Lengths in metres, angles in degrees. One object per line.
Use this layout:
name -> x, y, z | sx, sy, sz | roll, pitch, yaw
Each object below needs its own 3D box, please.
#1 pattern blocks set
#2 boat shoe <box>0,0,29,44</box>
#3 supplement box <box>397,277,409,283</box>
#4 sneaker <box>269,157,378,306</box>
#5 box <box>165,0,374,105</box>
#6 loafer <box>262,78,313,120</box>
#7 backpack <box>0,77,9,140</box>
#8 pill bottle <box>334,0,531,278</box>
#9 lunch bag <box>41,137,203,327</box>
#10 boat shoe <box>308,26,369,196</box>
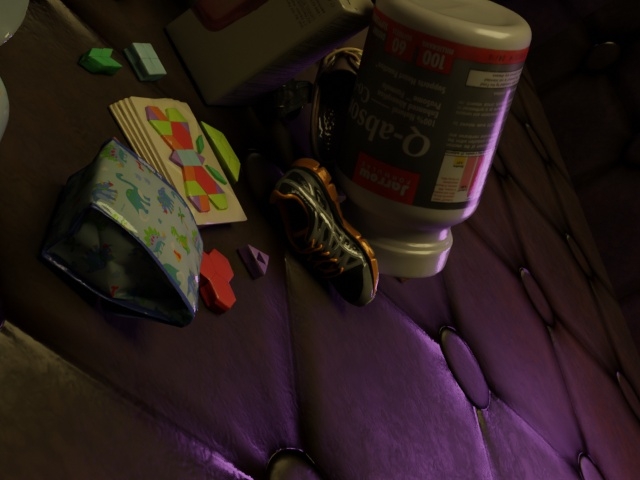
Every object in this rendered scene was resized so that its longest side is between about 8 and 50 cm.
pattern blocks set -> -0.160, -0.089, 1.301 | 0.325, 0.026, 0.285 | 56, 21, -7
boat shoe -> -0.331, -0.260, 1.108 | 0.065, 0.083, 0.183 | 37, 57, -44
supplement box -> 0.126, 0.012, 1.789 | 0.062, 0.036, 0.098 | 45, 25, -31
sneaker -> 0.000, 0.000, 1.488 | 0.083, 0.084, 0.215 | -38, 101, -43
box -> -0.063, -0.293, 1.500 | 0.127, 0.232, 0.148 | 61, 21, 5
loafer -> -0.050, -0.210, 1.682 | 0.170, 0.062, 0.061 | -10, 97, -70
backpack -> -0.304, -0.068, 0.726 | 0.166, 0.188, 0.144 | 49, 23, -27
pill bottle -> 0.137, -0.145, 1.517 | 0.210, 0.363, 0.210 | 12, 25, -5
lunch bag -> -0.174, 0.000, 1.056 | 0.151, 0.096, 0.129 | 38, 28, -24
boat shoe -> 0.043, -0.232, 1.698 | 0.097, 0.116, 0.324 | 54, 41, -62
